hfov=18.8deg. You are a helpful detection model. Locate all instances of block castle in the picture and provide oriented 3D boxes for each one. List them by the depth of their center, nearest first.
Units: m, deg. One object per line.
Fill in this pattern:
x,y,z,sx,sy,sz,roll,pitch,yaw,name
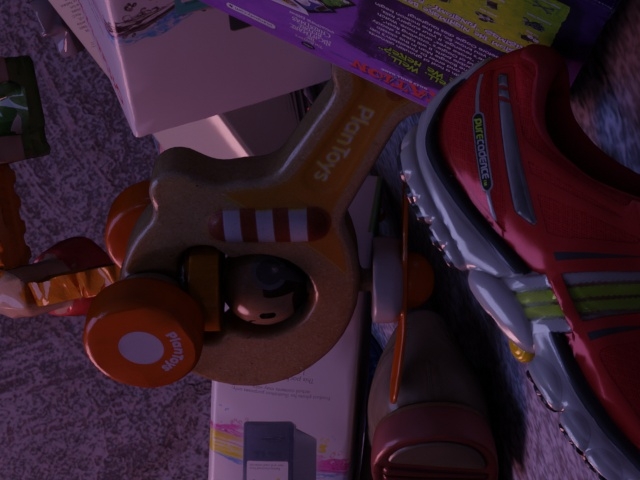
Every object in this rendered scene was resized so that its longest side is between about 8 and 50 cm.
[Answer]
-0.215,-0.157,1.974,0.213,0.303,0.453,-17,-85,-65,block castle

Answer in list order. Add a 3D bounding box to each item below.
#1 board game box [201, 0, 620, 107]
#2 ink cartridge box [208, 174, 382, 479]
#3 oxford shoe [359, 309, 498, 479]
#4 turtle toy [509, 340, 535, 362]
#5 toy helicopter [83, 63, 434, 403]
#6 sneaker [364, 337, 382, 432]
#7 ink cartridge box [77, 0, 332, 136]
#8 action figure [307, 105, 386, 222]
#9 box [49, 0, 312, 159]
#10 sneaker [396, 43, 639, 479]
-0.021,-0.164,0.984,0.208,0.346,0.056,108,-172,-69,board game box
-0.023,0.139,1.612,0.207,0.119,0.354,-77,-8,-62,ink cartridge box
0.089,0.175,1.563,0.348,0.123,0.130,97,172,-60,oxford shoe
0.133,0.009,1.015,0.130,0.095,0.066,-116,32,-44,turtle toy
0.002,-0.021,1.328,0.355,0.235,0.140,-56,18,36,toy helicopter
0.023,0.136,1.922,0.232,0.081,0.090,-110,4,-59,sneaker
-0.097,-0.258,1.474,0.270,0.197,0.198,84,165,-49,ink cartridge box
0.026,-0.066,1.654,0.038,0.030,0.115,87,158,-76,action figure
-0.118,-0.160,1.725,0.113,0.094,0.275,-11,123,49,box
0.149,0.026,0.892,0.279,0.118,0.107,52,-159,12,sneaker
